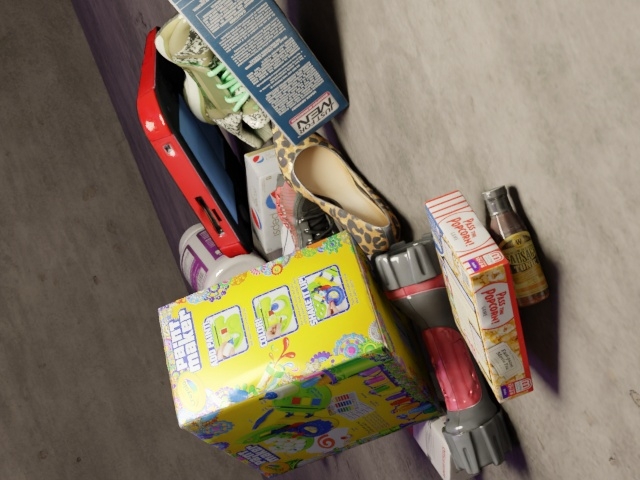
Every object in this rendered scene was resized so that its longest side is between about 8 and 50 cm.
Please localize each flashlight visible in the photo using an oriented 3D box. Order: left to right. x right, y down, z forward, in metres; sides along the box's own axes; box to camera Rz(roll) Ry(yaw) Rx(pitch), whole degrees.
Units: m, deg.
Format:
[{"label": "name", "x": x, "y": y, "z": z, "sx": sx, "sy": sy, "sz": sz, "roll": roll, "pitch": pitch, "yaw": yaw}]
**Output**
[{"label": "flashlight", "x": 0.158, "y": 0.146, "z": 1.224, "sx": 0.103, "sy": 0.103, "sz": 0.304, "roll": 178, "pitch": 73, "yaw": -78}]

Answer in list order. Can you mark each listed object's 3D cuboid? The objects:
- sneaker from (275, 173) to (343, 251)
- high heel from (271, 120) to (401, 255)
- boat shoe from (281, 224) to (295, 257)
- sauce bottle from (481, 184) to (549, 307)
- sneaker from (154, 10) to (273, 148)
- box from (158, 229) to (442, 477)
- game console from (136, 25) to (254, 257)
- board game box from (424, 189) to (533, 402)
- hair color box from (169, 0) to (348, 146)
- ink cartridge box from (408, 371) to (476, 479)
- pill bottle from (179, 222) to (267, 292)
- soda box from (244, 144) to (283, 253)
[{"label": "sneaker", "x": 0.000, "y": 0.000, "z": 1.554, "sx": 0.135, "sy": 0.097, "sz": 0.276, "roll": 48, "pitch": 156, "yaw": 51}, {"label": "high heel", "x": 0.021, "y": -0.092, "z": 1.366, "sx": 0.261, "sy": 0.093, "sz": 0.186, "roll": 55, "pitch": 168, "yaw": -2}, {"label": "boat shoe", "x": -0.027, "y": -0.011, "z": 1.692, "sx": 0.076, "sy": 0.083, "sz": 0.226, "roll": -112, "pitch": 23, "yaw": -48}, {"label": "sauce bottle", "x": 0.203, "y": 0.006, "z": 1.012, "sx": 0.128, "sy": 0.042, "sz": 0.042, "roll": 68, "pitch": 164, "yaw": -4}, {"label": "sneaker", "x": -0.143, "y": -0.277, "z": 1.603, "sx": 0.182, "sy": 0.158, "sz": 0.410, "roll": 44, "pitch": 172, "yaw": 15}, {"label": "box", "x": -0.020, "y": 0.168, "z": 1.301, "sx": 0.290, "sy": 0.279, "sz": 0.177, "roll": 52, "pitch": -162, "yaw": -57}, {"label": "game console", "x": -0.230, "y": -0.184, "z": 1.832, "sx": 0.342, "sy": 0.060, "sz": 0.386, "roll": -95, "pitch": -19, "yaw": -52}, {"label": "board game box", "x": 0.176, "y": 0.062, "z": 1.067, "sx": 0.147, "sy": 0.045, "sz": 0.193, "roll": -112, "pitch": 3, "yaw": -53}, {"label": "hair color box", "x": -0.107, "y": -0.294, "z": 1.278, "sx": 0.174, "sy": 0.105, "sz": 0.347, "roll": 56, "pitch": -174, "yaw": 37}, {"label": "ink cartridge box", "x": 0.178, "y": 0.277, "z": 1.404, "sx": 0.135, "sy": 0.056, "sz": 0.099, "roll": 53, "pitch": 158, "yaw": 43}, {"label": "pill bottle", "x": -0.231, "y": 0.063, "z": 2.244, "sx": 0.301, "sy": 0.169, "sz": 0.169, "roll": 41, "pitch": 148, "yaw": 58}, {"label": "soda box", "x": -0.089, "y": -0.076, "z": 1.784, "sx": 0.069, "sy": 0.074, "sz": 0.216, "roll": 58, "pitch": 161, "yaw": 35}]
